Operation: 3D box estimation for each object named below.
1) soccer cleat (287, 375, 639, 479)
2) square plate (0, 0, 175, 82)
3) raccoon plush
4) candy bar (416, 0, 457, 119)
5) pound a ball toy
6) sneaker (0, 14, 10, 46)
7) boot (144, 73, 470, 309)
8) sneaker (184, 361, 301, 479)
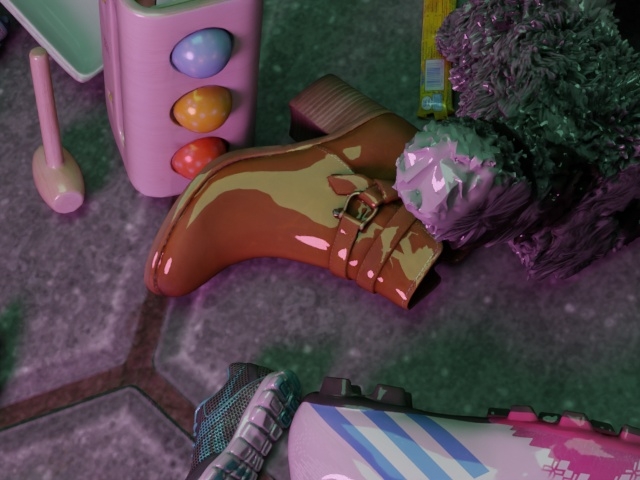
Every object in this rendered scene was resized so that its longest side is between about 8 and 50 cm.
[{"bbox_3d":[0.132,0.205,1.246,0.331,0.116,0.143,6,82,15],"label":"soccer cleat"},{"bbox_3d":[-0.232,-0.374,1.571,0.347,0.049,0.344,-42,77,-17],"label":"square plate"},{"bbox_3d":[0.160,-0.154,1.248,0.216,0.446,0.299,-38,67,16],"label":"raccoon plush"},{"bbox_3d":[0.116,-0.189,1.476,0.040,0.018,0.161,-2,65,13],"label":"candy bar"},{"bbox_3d":[-0.159,-0.131,1.357,0.208,0.319,0.135,-16,61,-15],"label":"pound a ball toy"},{"bbox_3d":[-0.380,-0.201,1.523,0.122,0.110,0.283,-12,63,1],"label":"sneaker"},{"bbox_3d":[0.000,0.000,1.371,0.283,0.109,0.220,-41,69,-18],"label":"boot"},{"bbox_3d":[-0.087,0.178,1.322,0.076,0.065,0.166,21,66,36],"label":"sneaker"}]
